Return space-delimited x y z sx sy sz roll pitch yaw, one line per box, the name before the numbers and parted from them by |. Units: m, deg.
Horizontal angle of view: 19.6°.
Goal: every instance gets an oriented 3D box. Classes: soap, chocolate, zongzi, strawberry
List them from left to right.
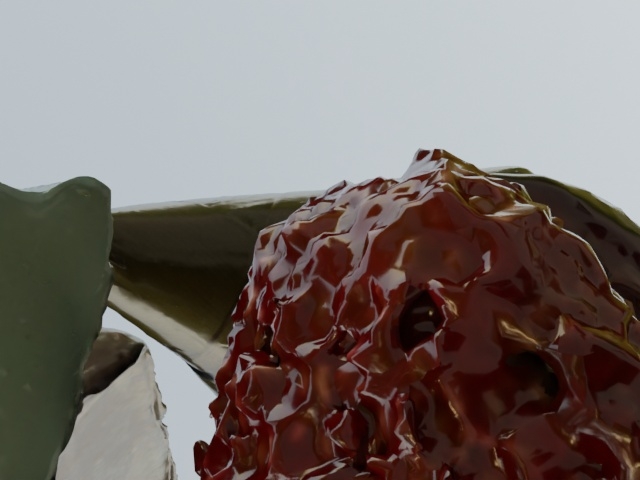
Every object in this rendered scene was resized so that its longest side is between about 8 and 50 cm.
soap | -0.134 0.036 0.503 0.063 0.198 0.114 23 -104 -29
chocolate | -0.191 0.171 1.262 0.100 0.303 0.185 32 -116 20
zongzi | 0.000 0.000 1.116 0.289 0.260 0.123 46 -156 -52
strawberry | 0.055 0.120 0.387 0.106 0.188 0.286 -169 56 -89

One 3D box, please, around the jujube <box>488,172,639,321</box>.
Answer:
jujube | 0.081 0.140 0.923 0.377 0.258 0.258 90 -162 -45
